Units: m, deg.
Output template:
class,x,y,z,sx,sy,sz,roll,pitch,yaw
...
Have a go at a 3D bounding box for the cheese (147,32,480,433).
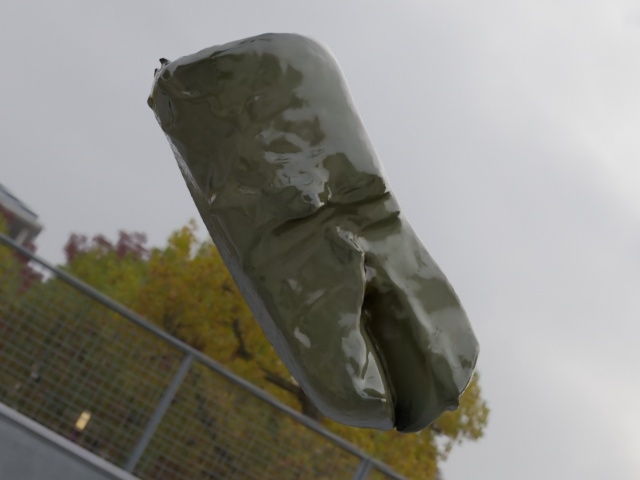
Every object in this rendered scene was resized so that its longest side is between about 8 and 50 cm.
class,x,y,z,sx,sy,sz,roll,pitch,yaw
cheese,0.000,0.000,0.518,0.202,0.091,0.175,60,-6,7
